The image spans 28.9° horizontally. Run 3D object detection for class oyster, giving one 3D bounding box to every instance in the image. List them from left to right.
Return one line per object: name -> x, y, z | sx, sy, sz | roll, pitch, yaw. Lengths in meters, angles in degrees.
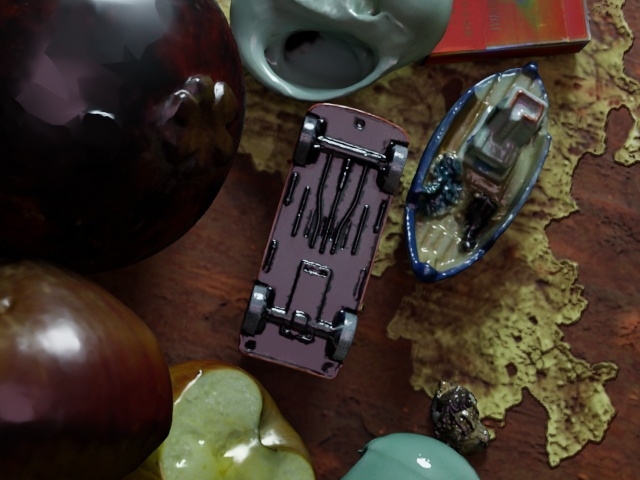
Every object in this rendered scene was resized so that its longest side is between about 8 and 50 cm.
oyster -> 0.137, 0.178, 1.250 | 0.054, 0.019, 0.083 | -21, 87, -7

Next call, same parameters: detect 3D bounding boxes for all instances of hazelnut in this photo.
hazelnut -> -0.242, 0.116, 0.993 | 0.251, 0.217, 0.217 | -7, 85, -32

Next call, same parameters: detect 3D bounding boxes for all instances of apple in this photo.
apple -> -0.103, 0.204, 1.150 | 0.173, 0.160, 0.195 | -38, 101, -22

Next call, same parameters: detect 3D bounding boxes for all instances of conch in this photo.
conch -> 0.024, -0.221, 1.216 | 0.221, 0.121, 0.185 | -11, 62, 19

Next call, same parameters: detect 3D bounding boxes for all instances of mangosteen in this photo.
mangosteen -> -0.239, -0.132, 1.115 | 0.359, 0.306, 0.306 | 18, 82, 30

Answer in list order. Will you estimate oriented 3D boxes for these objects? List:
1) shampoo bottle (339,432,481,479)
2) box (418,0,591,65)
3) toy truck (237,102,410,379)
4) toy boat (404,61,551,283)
shampoo bottle -> 0.023, 0.331, 1.135 | 0.151, 0.222, 0.349 | 36, 70, 10
box -> 0.183, -0.244, 1.280 | 0.175, 0.048, 0.112 | -5, 83, -6
toy truck -> 0.000, 0.000, 1.206 | 0.107, 0.114, 0.253 | 17, 85, -4
toy boat -> 0.159, -0.071, 1.228 | 0.114, 0.115, 0.262 | 30, 83, -2
